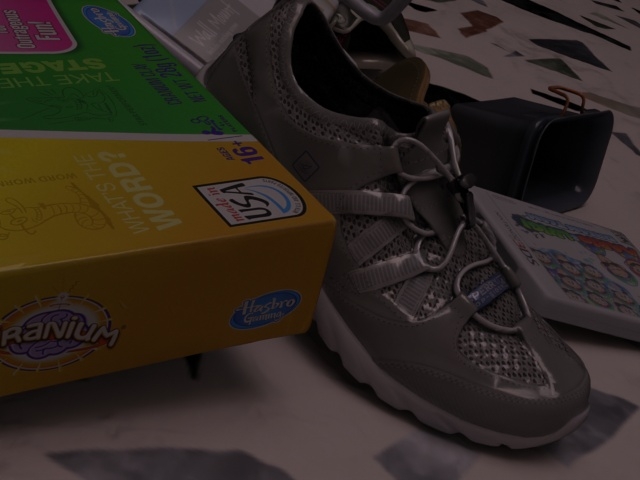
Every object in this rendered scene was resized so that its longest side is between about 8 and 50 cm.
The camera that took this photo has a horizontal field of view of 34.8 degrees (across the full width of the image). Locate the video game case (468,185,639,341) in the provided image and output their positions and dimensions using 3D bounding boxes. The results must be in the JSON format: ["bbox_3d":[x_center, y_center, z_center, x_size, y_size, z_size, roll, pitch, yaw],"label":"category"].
[{"bbox_3d":[0.183,0.020,0.709,0.157,0.019,0.143,15,27,-26],"label":"video game case"}]

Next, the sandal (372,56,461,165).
[{"bbox_3d":[0.065,-0.060,0.746,0.079,0.088,0.240,51,16,-16],"label":"sandal"}]

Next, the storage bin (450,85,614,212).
[{"bbox_3d":[0.163,-0.081,0.827,0.091,0.098,0.135,26,25,32],"label":"storage bin"}]

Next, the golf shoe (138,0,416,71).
[{"bbox_3d":[-0.029,-0.211,0.911,0.272,0.105,0.120,0,41,-36],"label":"golf shoe"}]

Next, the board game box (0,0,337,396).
[{"bbox_3d":[-0.189,-0.027,0.441,0.316,0.064,0.242,-10,40,-35],"label":"board game box"}]

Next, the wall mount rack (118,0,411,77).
[{"bbox_3d":[-0.073,-0.235,0.751,0.304,0.130,0.350,38,43,-8],"label":"wall mount rack"}]

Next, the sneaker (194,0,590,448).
[{"bbox_3d":[0.039,-0.012,0.529,0.281,0.115,0.105,45,35,8],"label":"sneaker"}]
